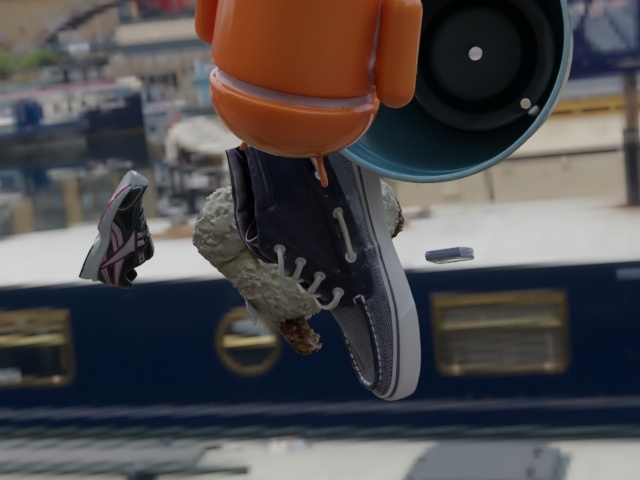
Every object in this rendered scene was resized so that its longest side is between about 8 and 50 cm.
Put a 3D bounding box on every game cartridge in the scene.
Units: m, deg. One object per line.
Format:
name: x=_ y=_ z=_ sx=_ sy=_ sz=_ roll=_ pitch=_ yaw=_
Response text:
game cartridge: x=0.173 y=0.020 z=1.968 sx=0.056 sy=0.017 sz=0.083 roll=-12 pitch=-7 yaw=17

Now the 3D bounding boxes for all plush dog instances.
plush dog: x=0.000 y=0.000 z=1.912 sx=0.225 sy=0.210 sz=0.262 roll=-43 pitch=-26 yaw=12

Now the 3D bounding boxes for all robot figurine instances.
robot figurine: x=-0.012 y=-0.154 z=1.051 sx=0.158 sy=0.219 sz=0.128 roll=7 pitch=21 yaw=-6

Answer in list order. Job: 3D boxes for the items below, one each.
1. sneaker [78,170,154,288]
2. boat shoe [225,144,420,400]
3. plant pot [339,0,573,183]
sneaker: x=-0.239 y=-0.010 z=1.878 sx=0.077 sy=0.178 sz=0.072 roll=24 pitch=42 yaw=-5
boat shoe: x=-0.003 y=0.026 z=1.649 sx=0.158 sy=0.340 sz=0.127 roll=-15 pitch=3 yaw=-25
plant pot: x=0.133 y=-0.197 z=1.519 sx=0.272 sy=0.271 sz=0.255 roll=-3 pitch=3 yaw=17
